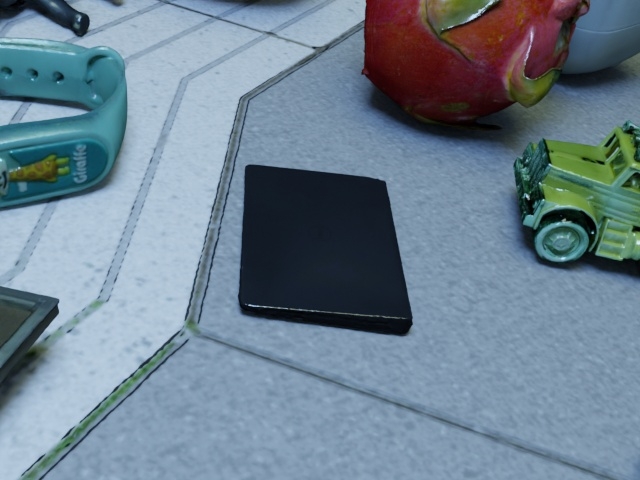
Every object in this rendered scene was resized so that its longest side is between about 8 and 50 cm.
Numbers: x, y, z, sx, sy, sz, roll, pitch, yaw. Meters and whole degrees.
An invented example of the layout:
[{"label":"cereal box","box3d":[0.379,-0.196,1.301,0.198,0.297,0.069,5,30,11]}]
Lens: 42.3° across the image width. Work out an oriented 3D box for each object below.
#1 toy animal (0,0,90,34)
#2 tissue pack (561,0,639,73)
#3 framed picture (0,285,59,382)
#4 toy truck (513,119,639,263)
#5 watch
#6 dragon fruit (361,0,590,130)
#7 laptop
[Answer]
[{"label":"toy animal","box3d":[-0.308,-0.279,0.885,0.137,0.082,0.269,21,42,14]},{"label":"tissue pack","box3d":[0.294,-0.360,1.068,0.229,0.236,0.333,-24,51,-28]},{"label":"framed picture","box3d":[-0.297,0.098,0.429,0.208,0.019,0.281,11,36,13]},{"label":"toy truck","box3d":[0.310,-0.044,0.741,0.259,0.135,0.128,10,37,0]},{"label":"watch","box3d":[-0.267,-0.105,0.692,0.237,0.068,0.195,-16,44,-28]},{"label":"dragon fruit","box3d":[0.152,-0.224,0.860,0.227,0.224,0.224,9,37,2]},{"label":"laptop","box3d":[0.000,0.000,0.684,0.135,0.016,0.197,7,36,-8]}]
